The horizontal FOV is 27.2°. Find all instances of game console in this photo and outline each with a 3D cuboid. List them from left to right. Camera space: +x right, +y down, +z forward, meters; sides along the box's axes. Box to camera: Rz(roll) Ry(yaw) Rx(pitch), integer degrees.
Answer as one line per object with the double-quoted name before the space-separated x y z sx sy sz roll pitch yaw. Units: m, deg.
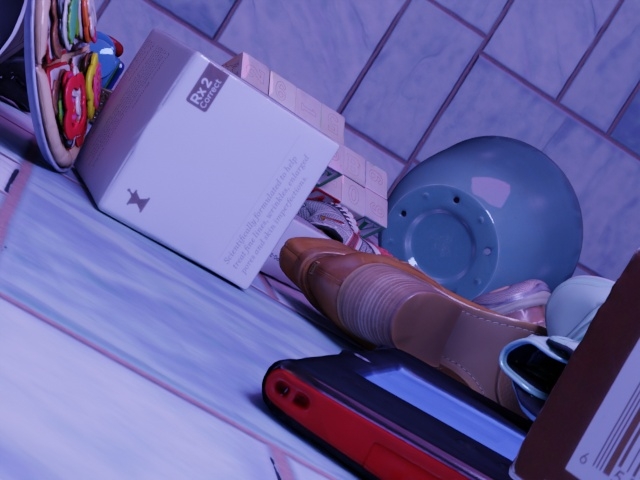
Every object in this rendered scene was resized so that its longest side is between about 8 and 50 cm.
"game console" 0.152 0.164 0.867 0.342 0.060 0.386 33 3 13

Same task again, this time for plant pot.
"plant pot" 0.219 -0.006 1.986 0.293 0.293 0.235 33 20 20

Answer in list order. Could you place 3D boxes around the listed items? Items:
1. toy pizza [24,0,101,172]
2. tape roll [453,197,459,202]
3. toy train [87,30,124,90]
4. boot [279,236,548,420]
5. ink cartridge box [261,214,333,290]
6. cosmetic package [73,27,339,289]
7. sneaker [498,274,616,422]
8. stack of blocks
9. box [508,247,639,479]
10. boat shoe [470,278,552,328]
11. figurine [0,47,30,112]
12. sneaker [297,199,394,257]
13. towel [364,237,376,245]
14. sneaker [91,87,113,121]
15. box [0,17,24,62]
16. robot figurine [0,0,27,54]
"toy pizza" -0.213 -0.158 1.128 0.032 0.201 0.201 0 3 2
"tape roll" 0.276 0.007 2.182 0.275 0.275 0.090 34 37 20
"toy train" -0.377 -0.280 1.751 0.248 0.105 0.143 32 -7 -10
"boot" 0.101 0.090 1.234 0.283 0.109 0.220 25 1 -33
"ink cartridge box" -0.067 -0.017 1.362 0.150 0.063 0.109 35 5 42
"cosmetic package" -0.106 -0.076 1.156 0.151 0.151 0.184 31 5 -23
"sneaker" 0.201 0.081 1.039 0.151 0.094 0.256 26 19 -23
"stack of blocks" -0.047 -0.093 1.618 0.171 0.087 0.297 -24 -40 37
"box" 0.290 0.150 0.704 0.381 0.143 0.191 25 6 -45
"boat shoe" 0.241 0.149 1.519 0.324 0.123 0.116 43 25 -63
"figurine" -0.396 -0.230 1.346 0.215 0.092 0.209 33 8 30
"sneaker" 0.000 0.000 1.519 0.093 0.088 0.225 23 6 -32
"towel" 0.006 -0.028 2.192 0.187 0.049 0.282 30 4 -15
"sneaker" -0.224 -0.145 1.707 0.192 0.064 0.086 31 8 28
"box" -0.307 -0.250 1.183 0.127 0.148 0.232 32 29 -2
"robot figurine" -0.299 -0.192 0.920 0.209 0.173 0.278 31 4 -5
